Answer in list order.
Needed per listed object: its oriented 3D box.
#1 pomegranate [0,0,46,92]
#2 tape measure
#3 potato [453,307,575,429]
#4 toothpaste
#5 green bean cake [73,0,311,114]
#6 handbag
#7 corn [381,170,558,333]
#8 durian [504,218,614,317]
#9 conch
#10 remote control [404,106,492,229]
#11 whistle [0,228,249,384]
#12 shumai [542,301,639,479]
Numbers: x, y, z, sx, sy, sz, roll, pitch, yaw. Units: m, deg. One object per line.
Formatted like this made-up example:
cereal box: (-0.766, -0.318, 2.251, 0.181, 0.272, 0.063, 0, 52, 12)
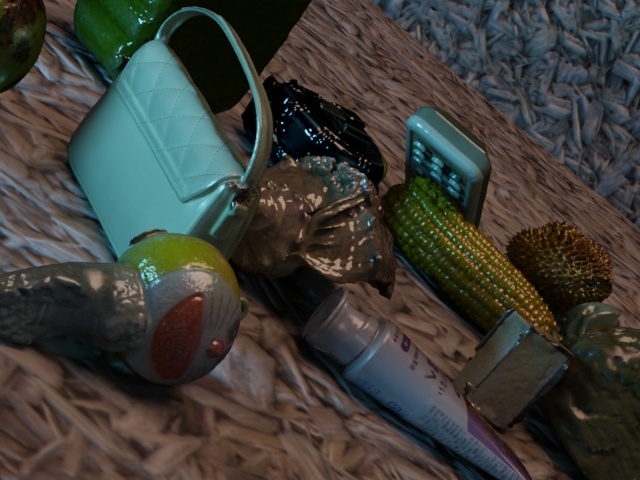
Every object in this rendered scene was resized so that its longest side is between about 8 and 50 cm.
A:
pomegranate: (-0.338, -0.200, 1.148, 0.156, 0.156, 0.220, 40, 21, 5)
tape measure: (0.008, -0.118, 1.670, 0.199, 0.112, 0.186, 19, 28, -42)
potato: (0.208, 0.143, 1.408, 0.086, 0.122, 0.061, 36, 13, -20)
toothpaste: (0.114, 0.163, 1.273, 0.299, 0.073, 0.114, 40, 4, -12)
green bean cake: (-0.153, -0.300, 1.569, 0.247, 0.250, 0.156, 10, 34, -54)
handbag: (-0.126, -0.091, 1.171, 0.079, 0.219, 0.256, 18, 28, -42)
corn: (0.196, 0.036, 1.671, 0.313, 0.102, 0.102, 46, 19, 21)
durian: (0.372, 0.043, 1.943, 0.158, 0.137, 0.168, -13, 41, -41)
conch: (0.000, 0.000, 1.334, 0.178, 0.163, 0.245, 51, 5, 28)
remote control: (0.179, -0.088, 1.777, 0.128, 0.065, 0.335, 45, -9, 13)
whistle: (-0.145, 0.055, 0.972, 0.223, 0.123, 0.123, 3, 37, -39)
shumai: (0.355, 0.188, 1.543, 0.256, 0.189, 0.218, 13, 11, -25)
